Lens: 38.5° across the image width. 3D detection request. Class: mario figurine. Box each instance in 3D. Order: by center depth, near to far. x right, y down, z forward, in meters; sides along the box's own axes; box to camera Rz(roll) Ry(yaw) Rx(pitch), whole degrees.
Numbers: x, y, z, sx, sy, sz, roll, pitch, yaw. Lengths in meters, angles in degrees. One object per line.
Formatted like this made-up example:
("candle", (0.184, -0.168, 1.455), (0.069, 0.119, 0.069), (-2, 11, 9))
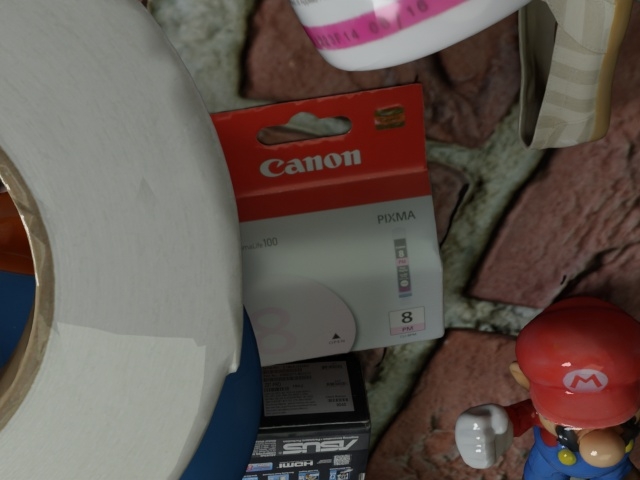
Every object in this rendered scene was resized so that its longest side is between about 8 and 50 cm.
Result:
("mario figurine", (0.245, 0.192, 0.849), (0.198, 0.170, 0.320), (-41, 142, -17))

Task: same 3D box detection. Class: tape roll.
("tape roll", (-0.229, 0.018, 0.421), (0.392, 0.072, 0.392), (-3, 100, -16))

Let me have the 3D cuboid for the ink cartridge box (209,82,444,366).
("ink cartridge box", (0.000, 0.000, 0.730), (0.189, 0.066, 0.232), (-9, 136, 1))

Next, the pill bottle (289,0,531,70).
("pill bottle", (0.006, -0.236, 0.416), (0.160, 0.160, 0.283), (-26, 113, 15))

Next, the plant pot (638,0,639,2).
("plant pot", (0.247, -0.210, 0.459), (0.290, 0.290, 0.195), (36, 154, -32))

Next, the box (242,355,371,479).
("box", (-0.158, 0.257, 0.909), (0.395, 0.097, 0.318), (-3, 130, -6))

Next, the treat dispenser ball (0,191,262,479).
("treat dispenser ball", (-0.185, 0.106, 0.641), (0.288, 0.288, 0.288), (-4, 132, -4))

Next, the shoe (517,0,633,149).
("shoe", (0.161, -0.146, 0.605), (0.058, 0.076, 0.219), (-14, 134, -2))
